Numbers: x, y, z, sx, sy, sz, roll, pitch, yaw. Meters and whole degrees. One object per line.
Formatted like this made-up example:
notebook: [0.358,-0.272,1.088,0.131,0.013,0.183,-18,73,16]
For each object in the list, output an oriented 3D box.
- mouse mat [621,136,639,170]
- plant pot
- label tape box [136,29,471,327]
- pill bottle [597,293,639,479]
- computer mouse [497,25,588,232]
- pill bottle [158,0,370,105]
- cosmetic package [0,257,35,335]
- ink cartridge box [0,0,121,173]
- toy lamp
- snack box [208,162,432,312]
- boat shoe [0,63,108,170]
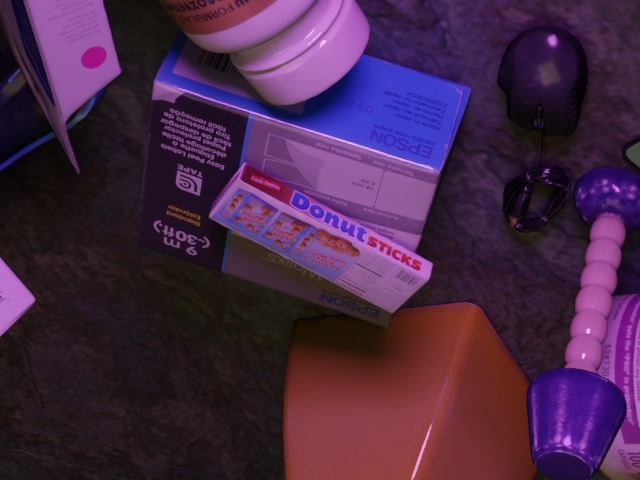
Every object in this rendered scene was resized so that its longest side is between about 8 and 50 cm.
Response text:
mouse mat: [0.354,-0.048,1.332,0.189,0.007,0.152,38,139,-21]
plant pot: [0.082,0.206,1.622,0.212,0.187,0.212,-8,135,31]
label tape box: [-0.028,-0.028,1.446,0.240,0.106,0.334,18,143,3]
pill bottle: [0.381,0.119,1.394,0.301,0.169,0.169,-6,136,30]
computer mouse: [0.173,-0.079,1.345,0.071,0.041,0.242,10,143,11]
pill bottle: [-0.064,-0.211,1.209,0.131,0.131,0.229,-11,134,34]
cosmetic package: [-0.436,-0.059,1.443,0.377,0.097,0.284,51,162,-15]
ink cartridge box: [-0.220,-0.236,1.216,0.069,0.176,0.371,-22,141,-14]
toy lamp: [0.215,0.065,1.312,0.080,0.275,0.080,13,144,9]
snack box: [0.000,0.000,1.359,0.178,0.022,0.064,28,142,-13]
boat shoe: [-0.298,-0.117,1.479,0.258,0.109,0.089,-29,116,26]
